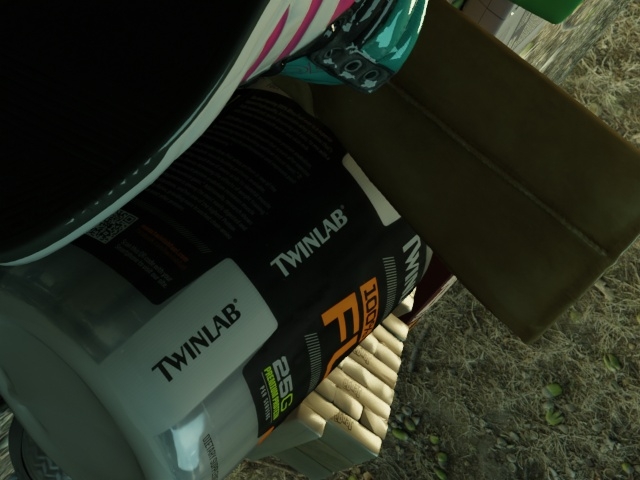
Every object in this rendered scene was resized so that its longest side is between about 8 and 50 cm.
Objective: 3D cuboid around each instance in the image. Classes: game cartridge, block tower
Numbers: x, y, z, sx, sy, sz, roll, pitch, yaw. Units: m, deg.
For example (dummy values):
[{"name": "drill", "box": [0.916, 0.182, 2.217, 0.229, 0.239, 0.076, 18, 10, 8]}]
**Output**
[{"name": "game cartridge", "box": [0.226, -0.277, 1.288, 0.198, 0.062, 0.297, -40, 170, -16]}, {"name": "block tower", "box": [0.023, 0.054, 1.013, 0.091, 0.097, 0.335, -30, -150, 42]}]

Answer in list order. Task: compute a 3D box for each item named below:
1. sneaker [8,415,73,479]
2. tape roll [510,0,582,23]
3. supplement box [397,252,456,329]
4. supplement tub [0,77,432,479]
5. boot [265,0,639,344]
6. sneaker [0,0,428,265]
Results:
[{"name": "sneaker", "box": [-0.131, 0.086, 0.948, 0.366, 0.137, 0.210, -52, -173, -36]}, {"name": "tape roll", "box": [0.201, -0.294, 0.712, 0.321, 0.077, 0.321, -61, 179, -1]}, {"name": "supplement box", "box": [0.079, -0.018, 1.271, 0.194, 0.191, 0.129, -50, 171, 24]}, {"name": "supplement tub", "box": [-0.055, 0.015, 0.754, 0.316, 0.193, 0.193, -42, 170, -32]}, {"name": "boot", "box": [0.091, -0.109, 0.635, 0.089, 0.269, 0.236, -37, 167, -51]}, {"name": "sneaker", "box": [-0.048, -0.099, 0.541, 0.295, 0.124, 0.178, -48, 162, 0]}]
